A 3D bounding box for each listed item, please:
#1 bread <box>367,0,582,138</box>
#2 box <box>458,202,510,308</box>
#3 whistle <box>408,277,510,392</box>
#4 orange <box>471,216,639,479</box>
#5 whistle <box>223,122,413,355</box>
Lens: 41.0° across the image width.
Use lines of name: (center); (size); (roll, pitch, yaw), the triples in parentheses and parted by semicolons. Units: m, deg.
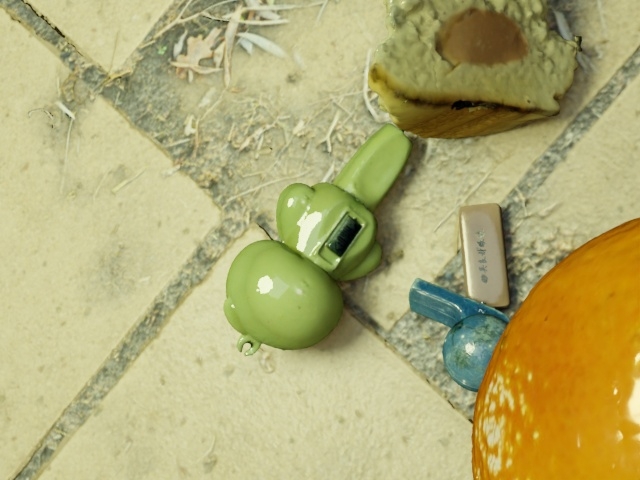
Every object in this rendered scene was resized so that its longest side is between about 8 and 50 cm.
bread: (0.164, -0.208, 0.876); (0.211, 0.224, 0.183); (-1, 87, 10)
box: (0.177, 0.018, 0.928); (0.048, 0.025, 0.115); (-6, 80, 19)
whistle: (0.151, 0.109, 0.891); (0.158, 0.090, 0.090); (22, 89, 20)
orange: (0.308, 0.167, 0.580); (0.424, 0.423, 0.326); (4, 47, 19)
whistle: (-0.006, 0.001, 0.955); (0.141, 0.141, 0.294); (25, 70, 20)
